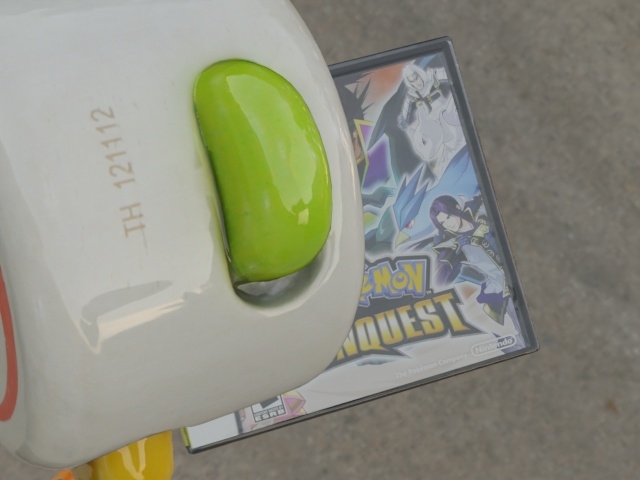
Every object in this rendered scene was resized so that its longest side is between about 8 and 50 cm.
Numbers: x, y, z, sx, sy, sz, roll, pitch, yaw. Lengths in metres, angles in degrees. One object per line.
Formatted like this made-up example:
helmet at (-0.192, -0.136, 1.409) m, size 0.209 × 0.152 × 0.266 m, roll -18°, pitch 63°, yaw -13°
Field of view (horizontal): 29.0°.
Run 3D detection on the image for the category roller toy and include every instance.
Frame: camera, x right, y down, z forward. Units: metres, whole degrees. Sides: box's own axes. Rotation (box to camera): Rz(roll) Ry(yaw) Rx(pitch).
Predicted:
roller toy at (-0.088, -0.013, 0.486) m, size 0.146 × 0.209 × 0.191 m, roll -17°, pitch 55°, yaw -27°

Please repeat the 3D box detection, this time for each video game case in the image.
video game case at (0.000, 0.000, 0.917) m, size 0.274 × 0.035 × 0.248 m, roll -15°, pitch 87°, yaw -9°

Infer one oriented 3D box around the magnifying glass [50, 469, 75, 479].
magnifying glass at (-0.324, 0.303, 1.476) m, size 0.026 × 0.092 × 0.231 m, roll 58°, pitch 10°, yaw -3°
